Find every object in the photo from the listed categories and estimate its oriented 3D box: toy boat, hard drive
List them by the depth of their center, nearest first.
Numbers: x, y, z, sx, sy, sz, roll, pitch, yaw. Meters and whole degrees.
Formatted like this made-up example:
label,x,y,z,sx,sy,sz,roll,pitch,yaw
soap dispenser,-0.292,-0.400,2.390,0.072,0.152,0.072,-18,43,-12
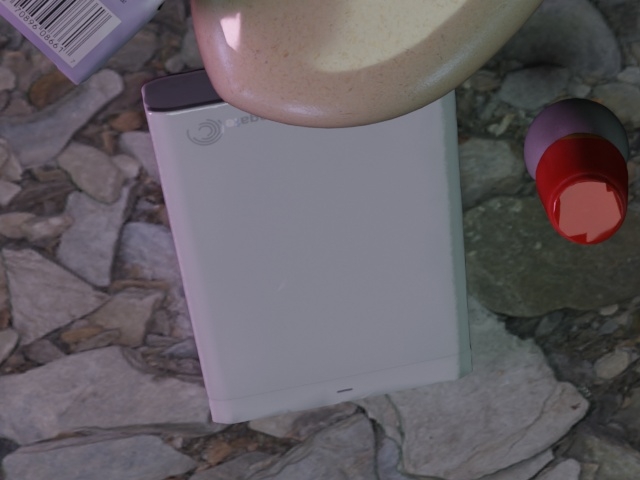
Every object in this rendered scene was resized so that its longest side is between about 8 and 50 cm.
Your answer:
label,x,y,z,sx,sy,sz,roll,pitch,yaw
toy boat,0.077,-0.133,1.070,0.267,0.148,0.318,-37,104,17
hard drive,0.000,0.000,1.257,0.203,0.040,0.307,-11,134,-3

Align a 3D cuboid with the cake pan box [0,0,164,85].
label,x,y,z,sx,sy,sz,roll,pitch,yaw
cake pan box,-0.129,-0.246,0.927,0.267,0.070,0.245,42,115,-16
